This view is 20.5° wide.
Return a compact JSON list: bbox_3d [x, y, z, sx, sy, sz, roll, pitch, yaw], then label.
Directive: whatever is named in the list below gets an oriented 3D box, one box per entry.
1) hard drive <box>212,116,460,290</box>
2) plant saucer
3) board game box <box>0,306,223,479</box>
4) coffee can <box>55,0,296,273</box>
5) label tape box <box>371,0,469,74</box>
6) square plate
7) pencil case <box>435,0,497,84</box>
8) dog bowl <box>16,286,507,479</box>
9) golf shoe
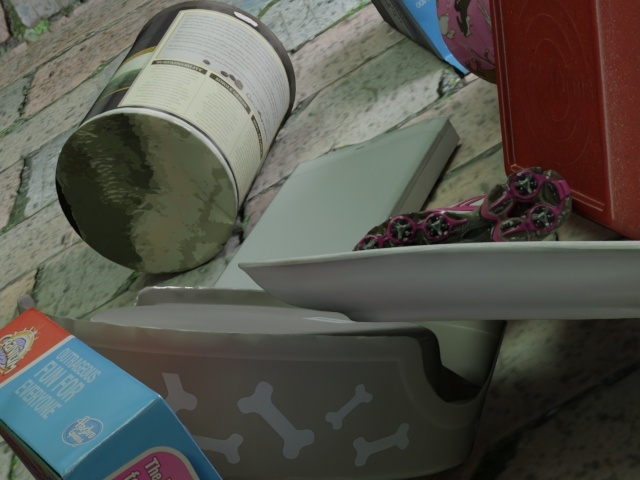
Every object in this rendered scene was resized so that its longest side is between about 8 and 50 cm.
[{"bbox_3d":[0.000,0.000,1.721,0.203,0.040,0.307,-17,26,35],"label":"hard drive"},{"bbox_3d":[0.200,-0.133,1.427,0.048,0.259,0.258,-11,16,-16],"label":"plant saucer"},{"bbox_3d":[-0.069,0.197,1.014,0.064,0.316,0.242,-39,23,-14],"label":"board game box"},{"bbox_3d":[-0.155,-0.120,1.974,0.202,0.201,0.275,-23,24,26],"label":"coffee can"},{"bbox_3d":[0.191,-0.332,2.073,0.241,0.106,0.333,-35,21,-2],"label":"label tape box"},{"bbox_3d":[0.184,0.024,1.155,0.344,0.049,0.347,-4,-3,43],"label":"square plate"},{"bbox_3d":[0.239,-0.199,1.631,0.160,0.167,0.386,-16,17,-14],"label":"pencil case"},{"bbox_3d":[-0.042,0.097,1.261,0.349,0.102,0.349,3,3,0],"label":"dog bowl"},{"bbox_3d":[0.113,0.002,1.407,0.186,0.067,0.086,-20,-10,5],"label":"golf shoe"}]
